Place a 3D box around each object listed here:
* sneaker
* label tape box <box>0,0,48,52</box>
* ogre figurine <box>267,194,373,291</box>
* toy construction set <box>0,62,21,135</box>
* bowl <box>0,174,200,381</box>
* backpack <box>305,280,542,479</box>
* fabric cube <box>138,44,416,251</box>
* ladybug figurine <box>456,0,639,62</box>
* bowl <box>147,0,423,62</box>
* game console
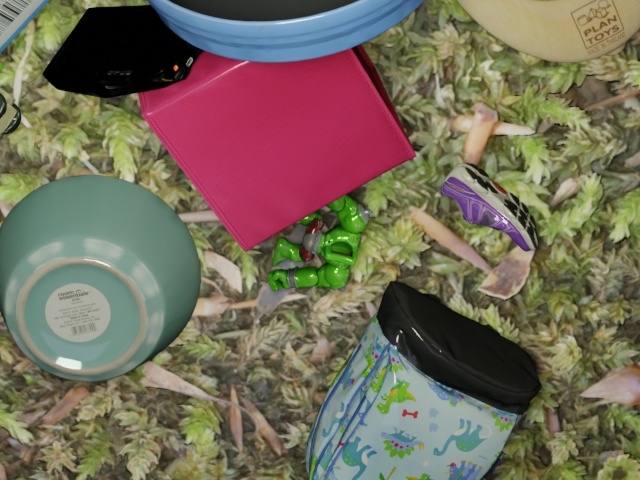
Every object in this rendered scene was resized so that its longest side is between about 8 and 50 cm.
[{"bbox_3d":[0.248,-0.042,1.906,0.170,0.068,0.071,41,119,-7],"label":"sneaker"},{"bbox_3d":[-0.456,-0.428,1.658,0.249,0.115,0.348,-45,63,9],"label":"label tape box"},{"bbox_3d":[0.000,0.000,1.885,0.118,0.097,0.197,20,98,3],"label":"ogre figurine"},{"bbox_3d":[-0.544,-0.171,1.782,0.215,0.151,0.328,32,100,13],"label":"toy construction set"},{"bbox_3d":[-0.328,0.078,1.865,0.311,0.163,0.311,-1,111,-3],"label":"bowl"},{"bbox_3d":[0.122,0.290,1.937,0.290,0.273,0.355,31,119,-20],"label":"backpack"},{"bbox_3d":[-0.067,-0.196,1.695,0.258,0.259,0.254,-30,126,9],"label":"fabric cube"},{"bbox_3d":[0.276,-0.436,1.694,0.305,0.162,0.449,-27,109,9],"label":"ladybug figurine"},{"bbox_3d":[-0.032,-0.360,1.544,0.391,0.391,0.077,-11,140,2],"label":"bowl"},{"bbox_3d":[-0.191,-0.323,1.659,0.213,0.361,0.044,6,146,37],"label":"game console"}]
